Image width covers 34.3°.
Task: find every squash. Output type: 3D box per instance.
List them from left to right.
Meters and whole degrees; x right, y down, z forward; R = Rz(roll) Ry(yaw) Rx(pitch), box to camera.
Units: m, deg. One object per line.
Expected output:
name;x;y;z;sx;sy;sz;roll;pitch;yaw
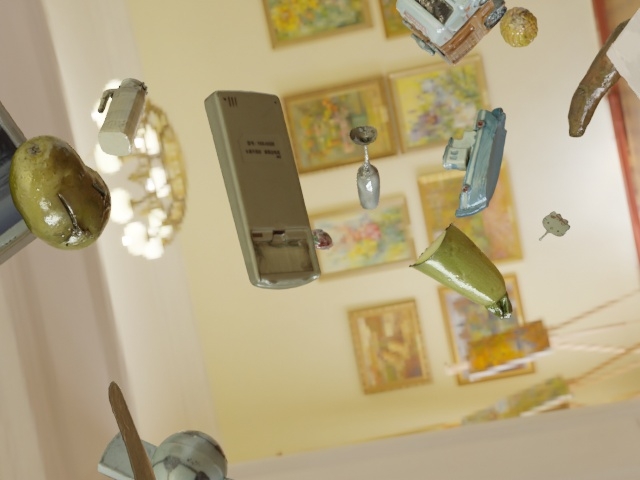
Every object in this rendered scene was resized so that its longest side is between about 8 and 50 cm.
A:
squash;0.334;0.067;2.291;0.287;0.137;0.137;32;-148;-25

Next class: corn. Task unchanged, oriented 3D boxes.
corn;0.488;-0.525;2.545;0.291;0.101;0.101;-34;-67;-77

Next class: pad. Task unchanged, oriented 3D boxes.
pad;0.575;-0.283;1.718;0.232;0.004;0.156;62;143;26

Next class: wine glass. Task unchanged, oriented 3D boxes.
wine glass;0.115;-0.172;2.582;0.262;0.074;0.074;82;-177;-50

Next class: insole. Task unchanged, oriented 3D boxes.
insole;-0.263;0.311;1.493;0.080;0.003;0.232;-53;-53;-79

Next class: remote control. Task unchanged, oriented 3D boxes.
remote control;-0.079;-0.071;1.432;0.123;0.038;0.285;-5;-105;-43

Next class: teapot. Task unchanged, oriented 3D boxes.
teapot;-0.468;-0.288;2.399;0.077;0.107;0.200;84;-169;-47

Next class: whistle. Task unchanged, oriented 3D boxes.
whistle;-0.288;0.432;2.017;0.163;0.289;0.164;21;-90;-82

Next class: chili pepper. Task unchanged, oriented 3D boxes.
chili pepper;0.001;-0.001;2.087;0.050;0.041;0.153;53;-170;9

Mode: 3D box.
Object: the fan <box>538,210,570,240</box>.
fan;0.485;-0.024;2.175;0.056;0.083;0.004;41;-138;5

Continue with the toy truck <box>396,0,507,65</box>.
toy truck;0.228;-0.417;1.871;0.136;0.162;0.305;43;-170;11

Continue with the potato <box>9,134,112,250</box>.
potato;-0.435;-0.077;1.743;0.248;0.143;0.169;72;174;-59

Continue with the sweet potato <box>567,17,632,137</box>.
sweet potato;0.551;-0.320;2.026;0.075;0.075;0.273;-92;24;-50

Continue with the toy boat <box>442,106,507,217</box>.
toy boat;0.282;-0.148;1.943;0.088;0.102;0.215;22;-102;-62

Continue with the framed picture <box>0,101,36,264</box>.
framed picture;-0.705;-0.047;1.868;0.028;0.446;0.326;29;154;51
